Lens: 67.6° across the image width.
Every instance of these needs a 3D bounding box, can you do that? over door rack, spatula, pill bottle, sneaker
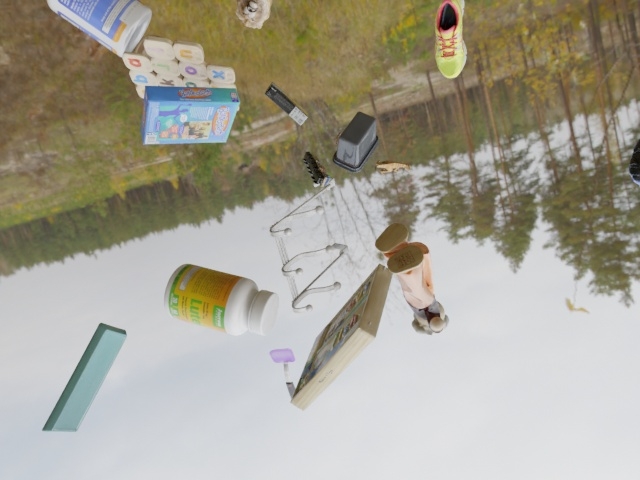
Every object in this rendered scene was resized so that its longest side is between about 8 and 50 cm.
[{"bbox_3d":[0.000,0.000,1.241,0.108,0.240,0.324,1,-151,25],"label":"over door rack"},{"bbox_3d":[-0.116,0.484,1.704,0.084,0.297,0.030,-6,-148,8],"label":"spatula"},{"bbox_3d":[-0.590,-0.614,1.222,0.152,0.272,0.152,-47,-159,25],"label":"pill bottle"},{"bbox_3d":[-0.229,0.145,1.132,0.245,0.137,0.136,12,-164,16],"label":"pill bottle"},{"bbox_3d":[0.323,-0.516,1.215,0.081,0.209,0.094,1,-153,24],"label":"sneaker"}]

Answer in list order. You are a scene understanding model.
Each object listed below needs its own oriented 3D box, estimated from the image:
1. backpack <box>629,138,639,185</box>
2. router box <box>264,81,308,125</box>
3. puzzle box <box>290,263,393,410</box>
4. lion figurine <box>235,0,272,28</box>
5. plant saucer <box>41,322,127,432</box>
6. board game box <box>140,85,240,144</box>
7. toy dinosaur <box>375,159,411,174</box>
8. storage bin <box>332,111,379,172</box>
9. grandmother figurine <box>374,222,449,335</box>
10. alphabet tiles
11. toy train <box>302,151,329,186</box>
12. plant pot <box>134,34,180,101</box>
[{"bbox_3d":[0.565,-0.116,0.756,0.101,0.098,0.120,20,177,-40],"label":"backpack"},{"bbox_3d":[-0.130,-0.524,1.824,0.046,0.178,0.133,-47,-161,15],"label":"router box"},{"bbox_3d":[0.059,0.277,1.362,0.409,0.052,0.272,-55,-176,37],"label":"puzzle box"},{"bbox_3d":[-0.286,-0.865,1.470,0.142,0.392,0.240,-45,178,-41],"label":"lion figurine"},{"bbox_3d":[-0.400,0.240,0.824,0.018,0.192,0.067,19,166,27],"label":"plant saucer"},{"bbox_3d":[-0.315,-0.297,1.147,0.210,0.047,0.160,-7,157,-28],"label":"board game box"},{"bbox_3d":[0.263,-0.298,1.893,0.211,0.064,0.112,-7,-179,-31],"label":"toy dinosaur"},{"bbox_3d":[0.088,-0.261,1.223,0.135,0.098,0.091,-55,164,-25],"label":"storage bin"},{"bbox_3d":[0.223,0.118,1.067,0.103,0.342,0.208,-23,-131,10],"label":"grandmother figurine"},{"bbox_3d":[-0.355,-0.414,1.247,0.277,0.021,0.284,7,158,-1],"label":"alphabet tiles"},{"bbox_3d":[-0.009,-0.161,1.079,0.036,0.027,0.158,16,-154,-22],"label":"toy train"},{"bbox_3d":[-0.530,-0.570,1.636,0.237,0.238,0.109,-9,-173,39],"label":"plant pot"}]
